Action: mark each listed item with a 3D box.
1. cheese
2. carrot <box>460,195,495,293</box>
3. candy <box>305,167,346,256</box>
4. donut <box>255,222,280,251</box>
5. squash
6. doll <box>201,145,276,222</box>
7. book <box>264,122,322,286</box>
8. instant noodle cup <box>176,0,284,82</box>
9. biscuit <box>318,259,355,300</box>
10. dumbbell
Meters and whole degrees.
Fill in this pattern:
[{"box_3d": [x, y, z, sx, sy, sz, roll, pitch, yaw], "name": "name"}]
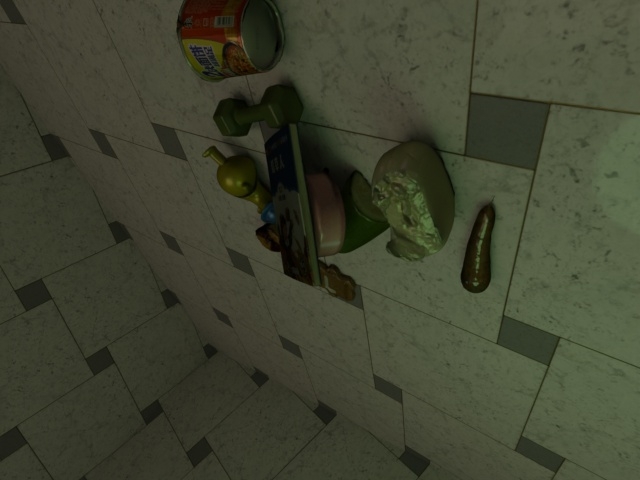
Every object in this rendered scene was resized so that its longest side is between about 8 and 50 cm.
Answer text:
[{"box_3d": [0.216, -0.094, 0.978, 0.127, 0.233, 0.266, -7, 127, 38], "name": "cheese"}, {"box_3d": [0.400, 0.013, 1.056, 0.078, 0.078, 0.297, 21, 136, 31], "name": "carrot"}, {"box_3d": [-0.009, -0.078, 1.212, 0.255, 0.095, 0.255, 171, 90, -72], "name": "candy"}, {"box_3d": [-0.188, -0.015, 1.665, 0.141, 0.059, 0.140, 28, 145, 22], "name": "donut"}, {"box_3d": [0.078, -0.056, 1.282, 0.203, 0.111, 0.289, 48, 149, -5], "name": "squash"}, {"box_3d": [-0.249, -0.193, 1.473, 0.363, 0.145, 0.199, 44, -171, -18], "name": "doll"}, {"box_3d": [-0.087, -0.094, 1.215, 0.300, 0.039, 0.427, -176, 76, -71], "name": "book"}, {"box_3d": [-0.200, -0.485, 1.002, 0.174, 0.213, 0.213, 12, 138, 28], "name": "instant noodle cup"}, {"box_3d": [0.027, 0.150, 1.647, 0.249, 0.035, 0.184, 28, 145, 23], "name": "biscuit"}, {"box_3d": [-0.184, -0.363, 1.203, 0.302, 0.121, 0.108, 5, 161, 43], "name": "dumbbell"}]
